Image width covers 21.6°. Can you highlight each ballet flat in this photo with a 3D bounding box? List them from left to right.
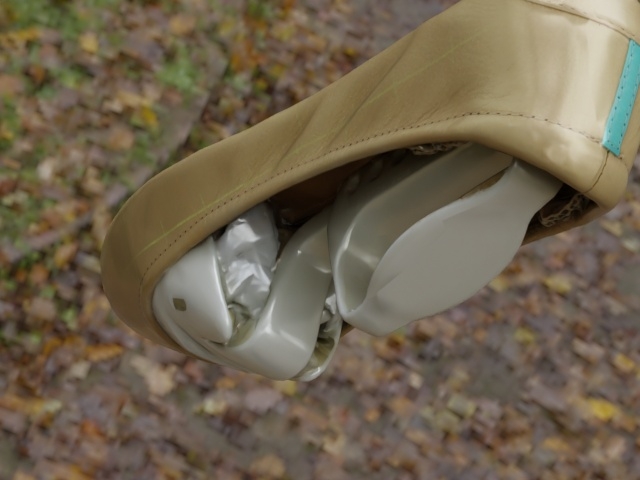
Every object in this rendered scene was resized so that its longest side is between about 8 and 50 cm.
[{"bbox_3d":[0.000,0.000,0.488,0.080,0.232,0.073,27,52,-26],"label":"ballet flat"}]
